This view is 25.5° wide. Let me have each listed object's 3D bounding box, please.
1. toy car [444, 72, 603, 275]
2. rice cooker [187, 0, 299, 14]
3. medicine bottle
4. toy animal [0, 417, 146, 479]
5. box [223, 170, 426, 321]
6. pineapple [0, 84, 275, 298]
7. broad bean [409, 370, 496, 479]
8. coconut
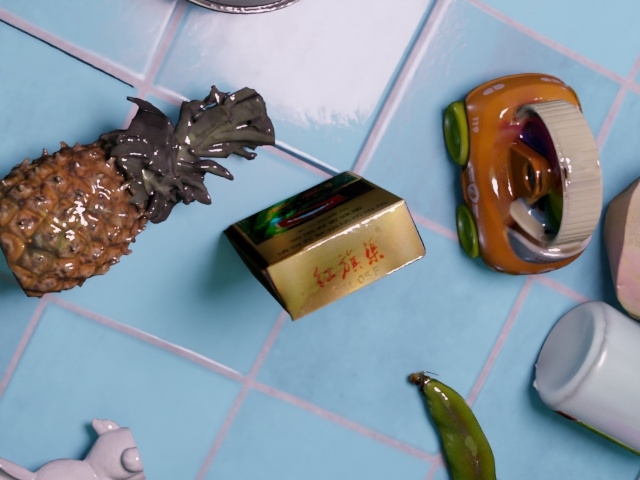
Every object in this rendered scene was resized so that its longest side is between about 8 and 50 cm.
[{"bbox_3d":[0.239,-0.064,1.527,0.145,0.235,0.235,-10,101,-11],"label":"toy car"},{"bbox_3d":[-0.073,-0.360,1.405,0.280,0.227,0.241,36,73,-3],"label":"rice cooker"},{"bbox_3d":[0.373,0.174,1.638,0.225,0.139,0.139,27,93,-15],"label":"medicine bottle"},{"bbox_3d":[-0.287,0.264,1.544,0.181,0.131,0.127,-21,71,-16],"label":"toy animal"},{"bbox_3d":[0.000,0.000,1.472,0.159,0.240,0.071,-28,105,-7],"label":"box"},{"bbox_3d":[-0.195,-0.067,1.466,0.310,0.141,0.170,-29,141,-10],"label":"pineapple"},{"bbox_3d":[0.172,0.262,1.655,0.065,0.046,0.255,-20,102,-2],"label":"broad bean"},{"bbox_3d":[0.429,0.009,1.593,0.236,0.237,0.197,-3,113,-12],"label":"coconut"}]
